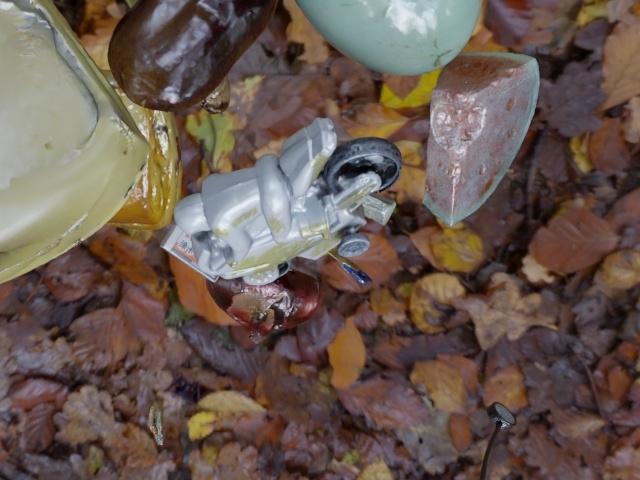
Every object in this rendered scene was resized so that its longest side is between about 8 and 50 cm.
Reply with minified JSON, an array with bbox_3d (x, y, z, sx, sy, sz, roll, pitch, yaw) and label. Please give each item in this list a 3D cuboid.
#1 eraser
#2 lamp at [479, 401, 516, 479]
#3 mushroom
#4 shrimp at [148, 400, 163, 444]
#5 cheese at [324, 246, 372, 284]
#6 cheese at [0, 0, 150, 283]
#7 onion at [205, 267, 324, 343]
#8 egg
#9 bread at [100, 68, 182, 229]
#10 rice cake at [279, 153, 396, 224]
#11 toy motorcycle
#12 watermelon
[{"bbox_3d":[-0.230,0.024,1.363,0.122,0.029,0.052,37,77,-23],"label":"eraser"},{"bbox_3d":[0.321,0.457,1.509,0.130,0.371,0.108,36,116,-5],"label":"lamp"},{"bbox_3d":[-0.131,-0.228,0.876,0.148,0.217,0.227,41,85,12],"label":"mushroom"},{"bbox_3d":[-0.379,0.421,1.703,0.023,0.059,0.108,0,95,15],"label":"shrimp"},{"bbox_3d":[0.000,0.000,1.543,0.270,0.177,0.069,43,99,10],"label":"cheese"},{"bbox_3d":[-0.303,-0.068,0.536,0.316,0.128,0.259,-37,94,-9],"label":"cheese"},{"bbox_3d":[-0.132,0.137,1.683,0.272,0.272,0.195,9,83,-8],"label":"onion"},{"bbox_3d":[0.051,-0.253,0.655,0.168,0.168,0.231,-29,85,-1],"label":"egg"},{"bbox_3d":[-0.298,-0.121,1.026,0.210,0.099,0.235,7,126,14],"label":"bread"},{"bbox_3d":[0.022,-0.102,1.464,0.256,0.052,0.057,26,122,8],"label":"rice cake"},{"bbox_3d":[-0.041,-0.023,0.610,0.151,0.228,0.074,10,57,-34],"label":"toy motorcycle"},{"bbox_3d":[0.242,-0.195,1.299,0.148,0.226,0.318,31,101,33],"label":"watermelon"}]
